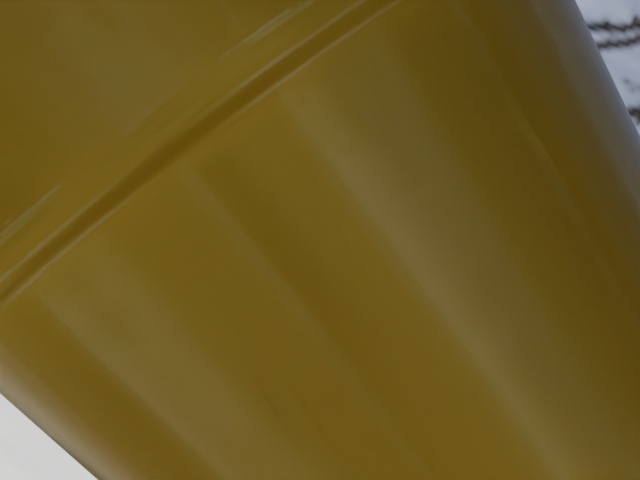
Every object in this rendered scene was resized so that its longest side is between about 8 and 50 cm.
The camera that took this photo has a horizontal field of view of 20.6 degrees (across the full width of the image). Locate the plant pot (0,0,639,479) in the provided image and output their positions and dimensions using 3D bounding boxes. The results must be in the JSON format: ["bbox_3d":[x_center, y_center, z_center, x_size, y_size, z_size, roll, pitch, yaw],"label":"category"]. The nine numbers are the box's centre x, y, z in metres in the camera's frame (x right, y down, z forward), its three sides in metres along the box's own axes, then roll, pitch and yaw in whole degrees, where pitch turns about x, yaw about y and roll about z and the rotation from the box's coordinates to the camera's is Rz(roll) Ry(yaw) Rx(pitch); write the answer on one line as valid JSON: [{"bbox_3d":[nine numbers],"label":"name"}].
[{"bbox_3d":[0.000,0.000,0.553,0.239,0.254,0.254,54,-23,1],"label":"plant pot"}]
